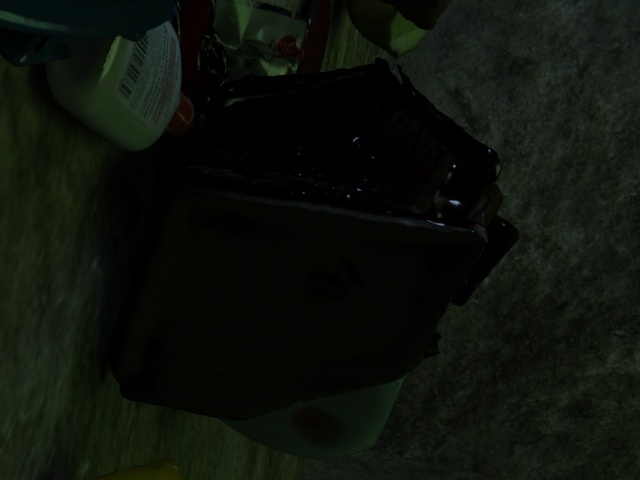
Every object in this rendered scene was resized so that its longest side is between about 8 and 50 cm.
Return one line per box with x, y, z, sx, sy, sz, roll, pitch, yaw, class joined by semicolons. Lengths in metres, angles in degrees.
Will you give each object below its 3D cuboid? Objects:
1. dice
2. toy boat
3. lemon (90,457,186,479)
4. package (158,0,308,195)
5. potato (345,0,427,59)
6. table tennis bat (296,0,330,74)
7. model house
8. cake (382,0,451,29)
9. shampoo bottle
-0.005;0.087;1.139;0.265;0.262;0.268;-60;169;-51;dice
-0.143;-0.137;0.461;0.097;0.100;0.223;-40;179;23;toy boat
-0.156;0.285;0.751;0.173;0.173;0.206;-46;156;-78;lemon
-0.086;-0.163;0.948;0.269;0.071;0.194;-27;122;-54;package
0.122;-0.513;1.681;0.280;0.212;0.330;-46;163;-42;potato
-0.019;-0.292;1.416;0.310;0.038;0.200;-55;156;-75;table tennis bat
0.000;0.000;0.857;0.282;0.297;0.317;-66;179;-57;model house
0.076;-0.392;0.800;0.290;0.255;0.282;-50;163;-12;cake
-0.136;-0.120;0.667;0.221;0.051;0.108;58;42;-82;shampoo bottle
